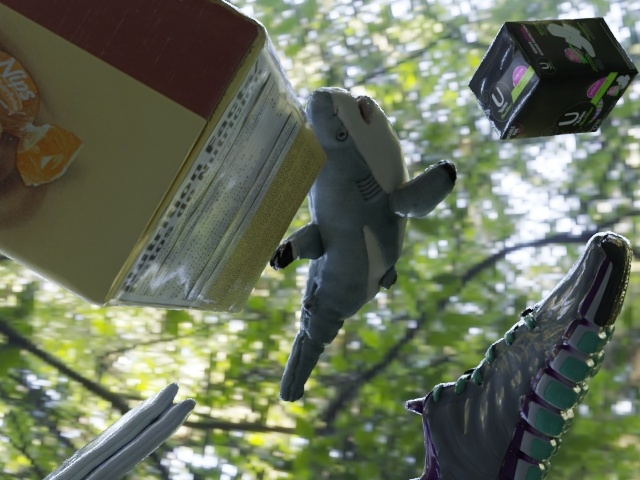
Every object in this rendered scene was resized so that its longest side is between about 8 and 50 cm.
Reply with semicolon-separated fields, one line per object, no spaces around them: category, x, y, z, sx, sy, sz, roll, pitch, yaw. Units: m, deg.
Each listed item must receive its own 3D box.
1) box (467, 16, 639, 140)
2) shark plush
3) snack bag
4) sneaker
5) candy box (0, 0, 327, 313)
box;0.150;-0.105;1.080;0.083;0.062;0.052;-6;-125;-31
shark plush;0.000;0.000;0.824;0.067;0.073;0.161;0;-54;-39
snack bag;-0.273;0.246;1.190;0.342;0.323;0.037;-38;-89;-37
sneaker;0.108;0.087;1.005;0.098;0.083;0.224;24;-91;14
candy box;-0.102;-0.054;0.562;0.183;0.316;0.088;29;-90;4
